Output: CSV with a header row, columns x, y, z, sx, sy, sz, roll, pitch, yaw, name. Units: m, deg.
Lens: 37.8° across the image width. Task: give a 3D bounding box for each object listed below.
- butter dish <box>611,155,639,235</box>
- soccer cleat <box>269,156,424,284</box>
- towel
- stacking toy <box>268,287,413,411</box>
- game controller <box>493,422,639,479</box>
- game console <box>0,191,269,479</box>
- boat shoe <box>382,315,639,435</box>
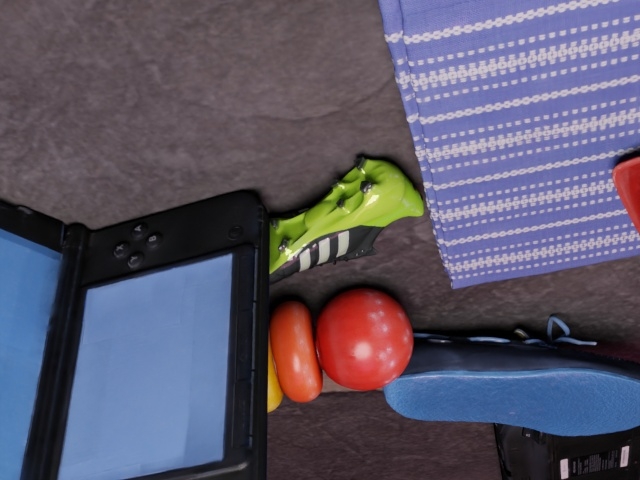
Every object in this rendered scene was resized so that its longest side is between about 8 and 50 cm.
x,y,z,sx,sy,sz,roll,pitch,yaw,name
0.299,0.006,0.645,0.160,0.118,0.160,-12,144,29,butter dish
0.000,0.000,0.733,0.179,0.060,0.072,-30,136,28,soccer cleat
0.183,-0.086,0.652,0.243,0.040,0.336,-11,143,8,towel
-0.083,0.105,0.826,0.330,0.141,0.141,-12,142,3,stacking toy
0.289,0.245,1.073,0.166,0.067,0.319,-20,142,0,game controller
-0.179,0.065,0.619,0.250,0.293,0.173,-15,141,16,game console
0.189,0.115,0.871,0.258,0.089,0.109,9,129,-5,boat shoe
